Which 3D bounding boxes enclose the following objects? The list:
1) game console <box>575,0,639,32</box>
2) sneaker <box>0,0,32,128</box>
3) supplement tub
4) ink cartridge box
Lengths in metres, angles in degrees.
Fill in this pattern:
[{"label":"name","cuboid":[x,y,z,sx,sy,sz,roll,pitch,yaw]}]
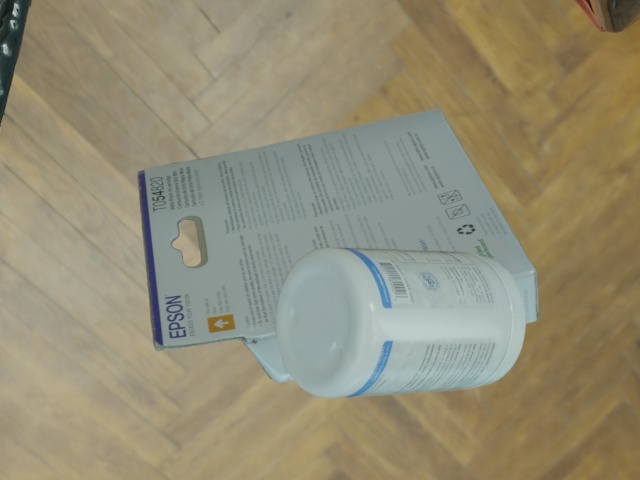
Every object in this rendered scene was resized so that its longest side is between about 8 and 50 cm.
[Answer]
[{"label":"game console","cuboid":[0.256,-0.277,0.663,0.342,0.060,0.386,-45,168,10]},{"label":"sneaker","cuboid":[-0.233,-0.132,0.498,0.257,0.447,0.169,-38,152,24]},{"label":"supplement tub","cuboid":[0.039,0.039,0.590,0.107,0.071,0.071,4,115,-39]},{"label":"ink cartridge box","cuboid":[0.000,0.000,0.784,0.224,0.223,0.045,-11,123,-4]}]
